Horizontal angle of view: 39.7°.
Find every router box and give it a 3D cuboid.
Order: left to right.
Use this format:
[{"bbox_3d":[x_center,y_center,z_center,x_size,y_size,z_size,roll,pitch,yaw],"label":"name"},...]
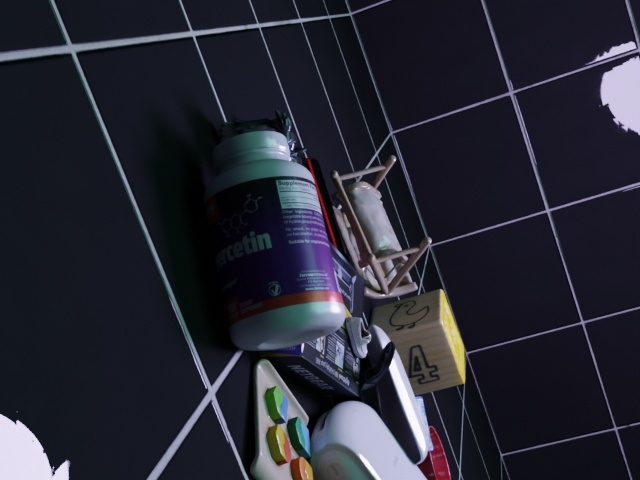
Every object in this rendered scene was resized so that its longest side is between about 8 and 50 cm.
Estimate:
[{"bbox_3d":[-0.006,0.135,1.613,0.309,0.081,0.242,48,42,-59],"label":"router box"}]

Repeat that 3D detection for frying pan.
[{"bbox_3d":[0.096,0.308,1.724,0.326,0.053,0.197,127,-43,-76],"label":"frying pan"}]

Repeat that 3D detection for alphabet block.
[{"bbox_3d":[0.246,0.266,2.259,0.192,0.197,0.193,-76,145,-65],"label":"alphabet block"}]

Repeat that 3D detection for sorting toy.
[{"bbox_3d":[-0.055,0.318,1.402,0.208,0.038,0.193,-90,158,-48],"label":"sorting toy"}]

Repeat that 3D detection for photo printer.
[{"bbox_3d":[0.101,0.432,1.576,0.307,0.107,0.256,53,13,2],"label":"photo printer"}]

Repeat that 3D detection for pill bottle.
[{"bbox_3d":[-0.080,0.000,1.389,0.181,0.182,0.322,32,43,-69],"label":"pill bottle"}]

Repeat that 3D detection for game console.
[{"bbox_3d":[0.000,0.000,1.964,0.342,0.060,0.386,-27,100,-81],"label":"game console"}]

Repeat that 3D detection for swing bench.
[{"bbox_3d":[0.130,-0.019,2.125,0.254,0.165,0.253,97,-26,-60],"label":"swing bench"}]

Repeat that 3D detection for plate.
[{"bbox_3d":[0.141,0.328,1.806,0.278,0.045,0.277,112,-41,-66],"label":"plate"}]

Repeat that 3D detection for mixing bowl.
[{"bbox_3d":[0.241,0.544,2.116,0.181,0.098,0.181,-18,90,-75],"label":"mixing bowl"}]

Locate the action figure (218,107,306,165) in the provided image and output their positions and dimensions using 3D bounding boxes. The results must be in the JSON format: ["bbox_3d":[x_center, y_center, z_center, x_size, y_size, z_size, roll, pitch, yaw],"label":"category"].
[{"bbox_3d":[-0.097,-0.150,1.596,0.275,0.141,0.164,-117,-170,-79],"label":"action figure"}]

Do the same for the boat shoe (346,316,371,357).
[{"bbox_3d":[0.077,0.181,1.654,0.035,0.035,0.100,-69,148,-50],"label":"boat shoe"}]

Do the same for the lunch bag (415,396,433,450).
[{"bbox_3d":[0.165,0.424,1.990,0.151,0.096,0.128,5,65,-43],"label":"lunch bag"}]
